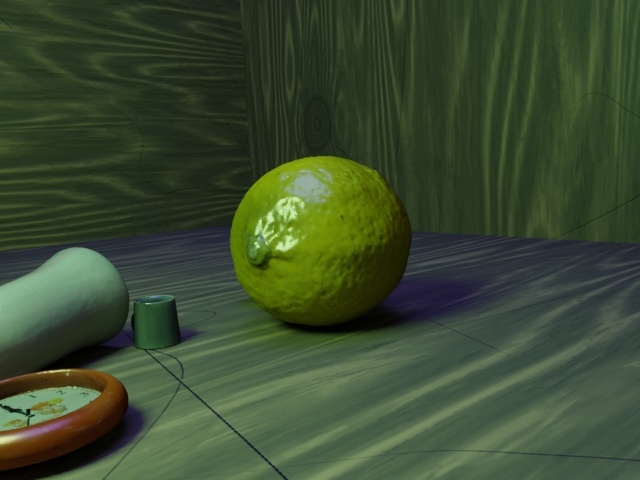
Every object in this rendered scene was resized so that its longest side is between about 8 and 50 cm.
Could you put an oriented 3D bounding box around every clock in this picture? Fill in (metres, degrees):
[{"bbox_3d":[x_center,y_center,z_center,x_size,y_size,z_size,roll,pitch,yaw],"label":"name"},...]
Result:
[{"bbox_3d":[-0.316,0.194,0.663,0.206,0.051,0.205,-3,8,0],"label":"clock"}]

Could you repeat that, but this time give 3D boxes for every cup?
[{"bbox_3d":[-0.288,0.136,1.036,0.100,0.077,0.078,1,8,33],"label":"cup"}]

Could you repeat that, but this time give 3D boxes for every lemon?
[{"bbox_3d":[0.002,-0.001,1.106,0.337,0.335,0.336,-3,7,0],"label":"lemon"}]

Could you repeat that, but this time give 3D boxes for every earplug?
[{"bbox_3d":[-0.436,0.127,0.886,0.173,0.172,0.301,-1,13,16],"label":"earplug"}]
